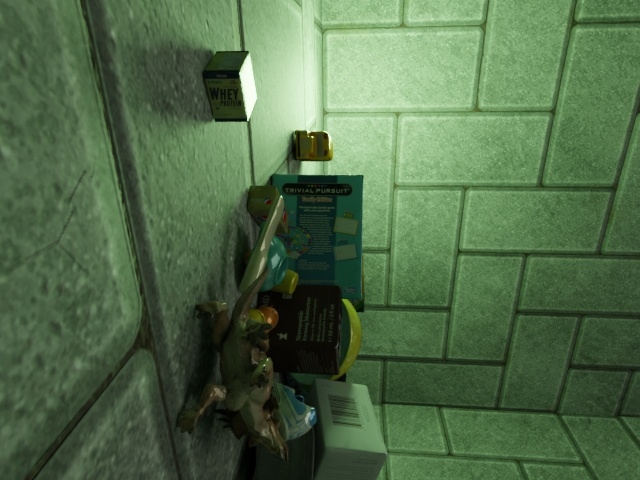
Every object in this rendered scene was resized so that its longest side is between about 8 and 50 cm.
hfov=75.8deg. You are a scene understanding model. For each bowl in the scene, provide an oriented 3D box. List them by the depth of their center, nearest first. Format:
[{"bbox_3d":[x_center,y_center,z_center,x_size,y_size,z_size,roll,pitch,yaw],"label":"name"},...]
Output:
[{"bbox_3d":[0.026,0.288,1.242,0.156,0.289,0.290,20,66,-44],"label":"bowl"}]

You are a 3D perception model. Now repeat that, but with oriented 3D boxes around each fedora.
[{"bbox_3d":[-0.097,0.506,0.941,0.275,0.124,0.244,121,-24,-72],"label":"fedora"}]

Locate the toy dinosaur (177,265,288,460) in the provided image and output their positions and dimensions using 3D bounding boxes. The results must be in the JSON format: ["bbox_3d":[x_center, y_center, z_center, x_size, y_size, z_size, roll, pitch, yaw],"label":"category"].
[{"bbox_3d":[-0.122,0.199,0.663,0.200,0.127,0.296,77,11,-69],"label":"toy dinosaur"}]

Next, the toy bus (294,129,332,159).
[{"bbox_3d":[-0.023,-0.369,1.629,0.333,0.130,0.108,-62,152,-80],"label":"toy bus"}]

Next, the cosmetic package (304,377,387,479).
[{"bbox_3d":[0.006,0.624,1.090,0.230,0.161,0.454,-106,-148,-65],"label":"cosmetic package"}]

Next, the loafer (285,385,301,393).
[{"bbox_3d":[-0.095,0.579,1.300,0.080,0.078,0.220,71,20,-76],"label":"loafer"}]

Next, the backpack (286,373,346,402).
[{"bbox_3d":[-0.009,0.460,1.491,0.290,0.273,0.356,-88,156,-43],"label":"backpack"}]

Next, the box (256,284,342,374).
[{"bbox_3d":[-0.049,0.222,1.023,0.167,0.203,0.169,85,8,-51],"label":"box"}]

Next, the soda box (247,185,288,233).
[{"bbox_3d":[-0.119,-0.068,0.967,0.181,0.061,0.058,74,17,-73],"label":"soda box"}]

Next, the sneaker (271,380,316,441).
[{"bbox_3d":[-0.088,0.320,0.817,0.237,0.086,0.085,9,-79,60],"label":"sneaker"}]

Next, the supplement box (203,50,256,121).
[{"bbox_3d":[-0.143,-0.250,0.667,0.083,0.056,0.083,86,7,-45],"label":"supplement box"}]

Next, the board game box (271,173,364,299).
[{"bbox_3d":[-0.010,-0.009,1.132,0.079,0.253,0.337,62,30,-82],"label":"board game box"}]

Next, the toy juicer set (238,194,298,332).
[{"bbox_3d":[-0.131,0.077,0.838,0.329,0.089,0.209,87,24,-58],"label":"toy juicer set"}]

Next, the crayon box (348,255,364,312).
[{"bbox_3d":[0.048,0.143,1.421,0.323,0.202,0.083,80,11,-52],"label":"crayon box"}]
